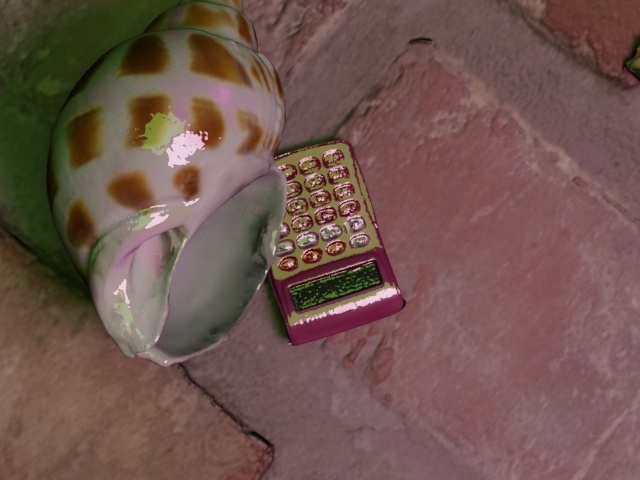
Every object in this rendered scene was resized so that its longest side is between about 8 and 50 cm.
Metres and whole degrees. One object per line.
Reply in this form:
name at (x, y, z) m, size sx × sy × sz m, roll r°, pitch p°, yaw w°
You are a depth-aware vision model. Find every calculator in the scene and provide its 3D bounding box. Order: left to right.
calculator at (0.000, 0.000, 1.347) m, size 0.127 × 0.034 × 0.190 m, roll -17°, pitch 87°, yaw -4°

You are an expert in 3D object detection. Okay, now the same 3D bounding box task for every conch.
conch at (-0.132, -0.079, 1.256) m, size 0.249 × 0.197 × 0.368 m, roll 38°, pitch 81°, yaw -41°

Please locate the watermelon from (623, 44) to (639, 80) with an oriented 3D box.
watermelon at (0.456, -0.233, 1.341) m, size 0.301 × 0.123 × 0.129 m, roll -38°, pitch 71°, yaw 11°
